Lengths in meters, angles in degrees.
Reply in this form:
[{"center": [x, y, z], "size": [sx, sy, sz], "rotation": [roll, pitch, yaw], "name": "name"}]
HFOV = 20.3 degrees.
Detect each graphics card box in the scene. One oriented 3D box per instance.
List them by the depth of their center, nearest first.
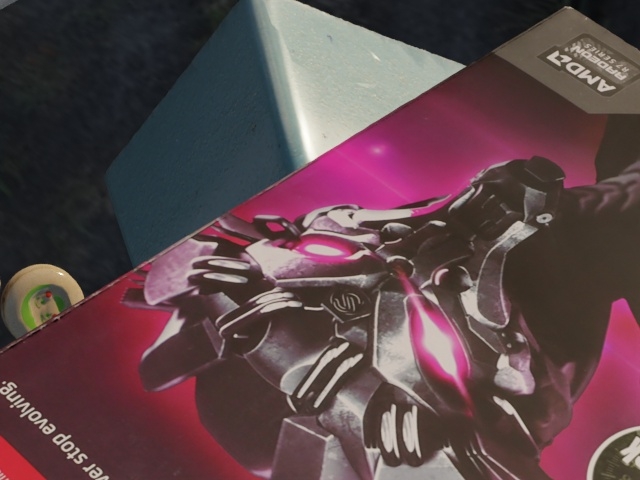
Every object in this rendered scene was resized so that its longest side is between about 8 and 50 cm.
[{"center": [0.052, 0.072, 0.640], "size": [0.371, 0.233, 0.094], "rotation": [-31, 146, -33], "name": "graphics card box"}]

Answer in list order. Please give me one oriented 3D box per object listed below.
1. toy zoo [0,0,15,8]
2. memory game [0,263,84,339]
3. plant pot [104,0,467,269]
[{"center": [-0.261, -0.169, 0.949], "size": [0.293, 0.192, 0.030], "rotation": [9, 63, -57], "name": "toy zoo"}, {"center": [-0.161, 0.092, 0.788], "size": [0.186, 0.012, 0.186], "rotation": [-4, 101, -21], "name": "memory game"}, {"center": [0.000, 0.000, 1.435], "size": [0.247, 0.252, 0.247], "rotation": [17, 133, -32], "name": "plant pot"}]
